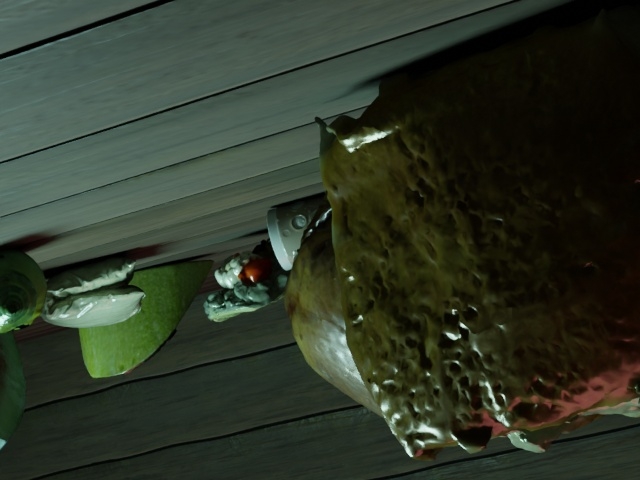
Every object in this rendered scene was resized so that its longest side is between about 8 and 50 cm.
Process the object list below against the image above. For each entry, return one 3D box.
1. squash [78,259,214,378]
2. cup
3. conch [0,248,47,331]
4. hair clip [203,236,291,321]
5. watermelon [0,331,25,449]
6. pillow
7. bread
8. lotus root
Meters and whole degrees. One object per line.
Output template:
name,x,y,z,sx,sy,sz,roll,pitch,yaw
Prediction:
squash,-0.289,0.125,1.945,0.237,0.155,0.204,-17,174,31
cup,-0.003,-0.007,1.428,0.099,0.074,0.102,-17,-156,11
conch,-0.312,0.047,1.208,0.095,0.079,0.201,11,171,-36
hair clip,-0.028,0.018,1.800,0.321,0.091,0.138,-25,-174,-41
watermelon,-0.498,0.164,1.493,0.228,0.258,0.387,-30,-144,14
pillow,-0.286,0.069,1.592,0.134,0.078,0.181,-13,176,-13
bread,0.169,-0.003,0.780,0.279,0.250,0.225,-20,171,42
lotus root,0.064,0.033,1.175,0.192,0.272,0.272,20,-171,19
